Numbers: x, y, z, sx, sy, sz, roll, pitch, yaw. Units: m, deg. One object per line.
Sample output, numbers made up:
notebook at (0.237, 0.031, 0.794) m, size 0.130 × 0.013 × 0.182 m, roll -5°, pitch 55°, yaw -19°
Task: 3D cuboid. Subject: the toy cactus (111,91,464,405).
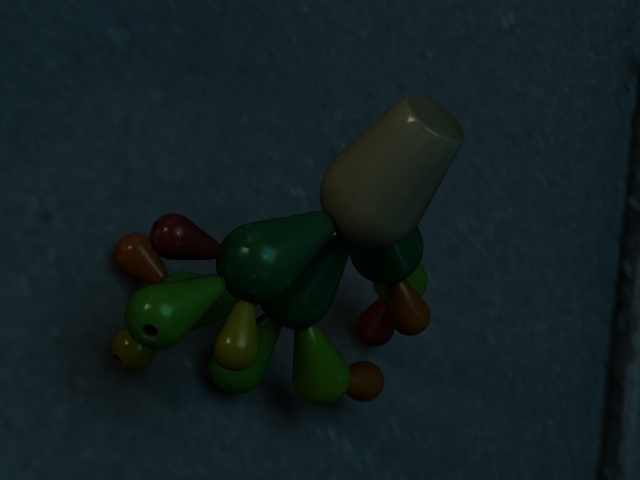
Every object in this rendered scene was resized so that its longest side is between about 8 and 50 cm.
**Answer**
toy cactus at (0.000, 0.000, 0.810) m, size 0.219 × 0.180 × 0.112 m, roll 7°, pitch 41°, yaw -46°
